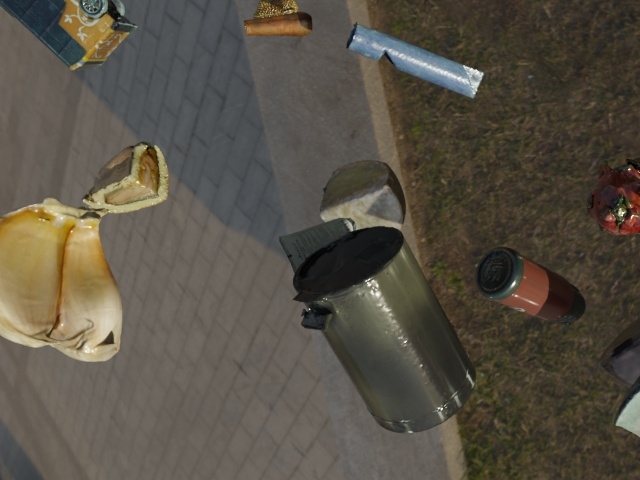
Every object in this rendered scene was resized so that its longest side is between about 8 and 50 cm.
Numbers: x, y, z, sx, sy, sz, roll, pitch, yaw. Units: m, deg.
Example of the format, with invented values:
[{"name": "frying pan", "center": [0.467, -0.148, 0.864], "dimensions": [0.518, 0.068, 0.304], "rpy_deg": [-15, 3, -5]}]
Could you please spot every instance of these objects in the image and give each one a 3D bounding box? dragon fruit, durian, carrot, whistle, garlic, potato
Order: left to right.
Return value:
[{"name": "garlic", "center": [-0.509, 0.083, 1.104], "dimensions": [0.249, 0.286, 0.313], "rpy_deg": [-8, 79, 7]}, {"name": "durian", "center": [-0.149, -0.788, 2.000], "dimensions": [0.168, 0.137, 0.158], "rpy_deg": [21, 79, 40]}, {"name": "carrot", "center": [-0.099, -0.507, 1.356], "dimensions": [0.161, 0.055, 0.055], "rpy_deg": [-5, 100, 0]}, {"name": "potato", "center": [0.150, -0.097, 1.493], "dimensions": [0.264, 0.189, 0.211], "rpy_deg": [-20, 121, 43]}, {"name": "whistle", "center": [0.204, -0.381, 1.219], "dimensions": [0.062, 0.304, 0.062], "rpy_deg": [-163, 90, -77]}, {"name": "dragon fruit", "center": [0.799, -0.134, 1.465], "dimensions": [0.198, 0.200, 0.269], "rpy_deg": [35, 96, 18]}]

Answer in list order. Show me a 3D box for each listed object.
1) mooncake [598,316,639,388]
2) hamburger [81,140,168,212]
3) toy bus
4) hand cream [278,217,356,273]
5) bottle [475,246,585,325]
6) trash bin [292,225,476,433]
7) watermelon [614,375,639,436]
[{"name": "mooncake", "center": [0.796, 0.256, 1.378], "dimensions": [0.133, 0.245, 0.245], "rpy_deg": [41, 125, 19]}, {"name": "hamburger", "center": [-0.497, -0.150, 1.482], "dimensions": [0.207, 0.135, 0.155], "rpy_deg": [-25, 49, 26]}, {"name": "toy bus", "center": [-0.532, -0.486, 1.148], "dimensions": [0.167, 0.138, 0.275], "rpy_deg": [-42, 104, 12]}, {"name": "hand cream", "center": [0.000, 0.000, 1.169], "dimensions": [0.050, 0.234, 0.080], "rpy_deg": [-27, 89, 38]}, {"name": "bottle", "center": [0.579, 0.137, 1.553], "dimensions": [0.144, 0.336, 0.144], "rpy_deg": [-38, 40, 41]}, {"name": "trash bin", "center": [0.110, 0.142, 0.964], "dimensions": [0.203, 0.252, 0.301], "rpy_deg": [-6, 123, 47]}, {"name": "watermelon", "center": [0.627, 0.259, 0.875], "dimensions": [0.250, 0.283, 0.293], "rpy_deg": [-11, 76, 53]}]
